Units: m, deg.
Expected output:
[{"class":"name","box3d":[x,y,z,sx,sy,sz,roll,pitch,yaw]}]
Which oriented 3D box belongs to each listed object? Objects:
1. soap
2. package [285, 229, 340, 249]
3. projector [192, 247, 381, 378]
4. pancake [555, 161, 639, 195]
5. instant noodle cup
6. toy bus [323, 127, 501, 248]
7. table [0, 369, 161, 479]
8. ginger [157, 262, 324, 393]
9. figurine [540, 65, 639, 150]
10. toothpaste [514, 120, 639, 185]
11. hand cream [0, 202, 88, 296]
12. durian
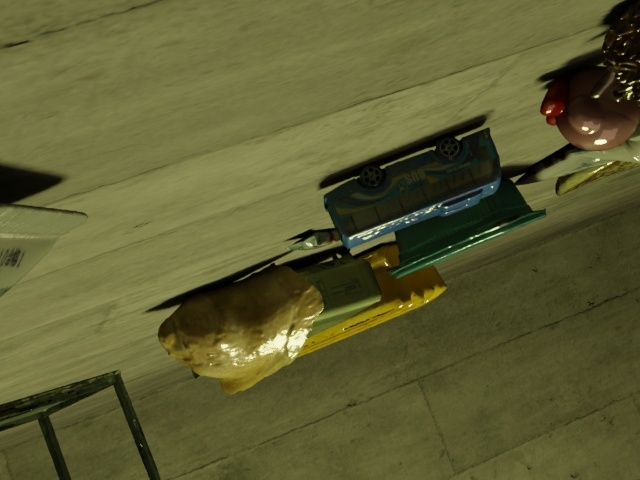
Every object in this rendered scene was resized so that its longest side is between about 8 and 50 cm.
[{"class":"soap","box3d":[0.010,0.103,1.855,0.324,0.096,0.204,-24,173,24]},{"class":"package","box3d":[0.000,0.000,1.330,0.037,0.015,0.110,-26,174,23]},{"class":"projector","box3d":[-0.070,0.101,1.607,0.193,0.088,0.269,-15,170,-42]},{"class":"pancake","box3d":[0.434,-0.121,1.702,0.250,0.031,0.250,-23,174,-3]},{"class":"instant noodle cup","box3d":[0.172,-0.020,1.499,0.179,0.070,0.157,-26,174,26]},{"class":"toy bus","box3d":[0.079,-0.044,1.037,0.153,0.061,0.051,-20,168,-3]},{"class":"table","box3d":[-0.451,0.397,1.964,0.222,0.272,0.335,-25,173,32]},{"class":"ginger","box3d":[-0.096,0.090,1.414,0.193,0.115,0.122,-38,150,29]},{"class":"figurine","box3d":[0.215,-0.104,0.966,0.083,0.071,0.067,-26,139,-64]},{"class":"toothpaste","box3d":[0.329,-0.104,1.454,0.096,0.061,0.266,-20,180,-26]},{"class":"hand cream","box3d":[-0.273,0.061,0.642,0.314,0.089,0.140,-27,174,7]},{"class":"durian","box3d":[0.264,-0.128,0.830,0.188,0.091,0.148,-25,173,39]}]
